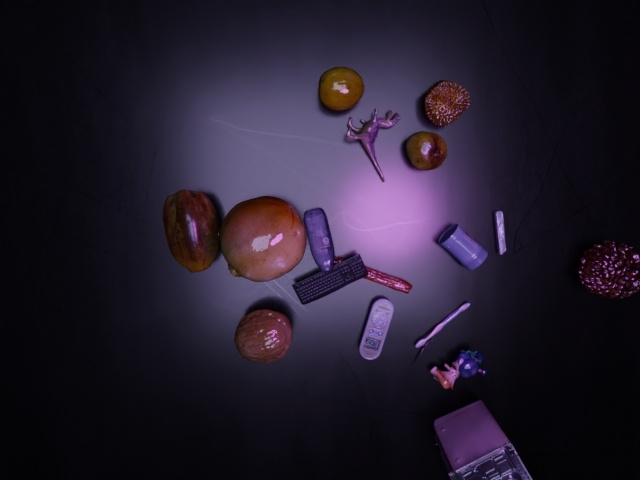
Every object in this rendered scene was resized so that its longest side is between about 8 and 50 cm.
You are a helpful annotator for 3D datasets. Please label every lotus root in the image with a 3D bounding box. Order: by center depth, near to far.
[{"bbox_3d":[-0.448,-0.033,1.513,0.194,0.193,0.290,-9,94,-1],"label":"lotus root"}]

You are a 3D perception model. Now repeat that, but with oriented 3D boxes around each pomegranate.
[{"bbox_3d":[-0.206,0.003,1.462,0.320,0.319,0.318,0,96,-2],"label":"pomegranate"}]

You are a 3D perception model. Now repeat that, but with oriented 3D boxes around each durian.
[{"bbox_3d":[0.442,-0.486,1.503,0.168,0.137,0.158,30,74,-13],"label":"durian"}]

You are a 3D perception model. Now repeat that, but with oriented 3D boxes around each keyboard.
[{"bbox_3d":[-0.012,0.166,1.573,0.382,0.041,0.103,-24,103,9],"label":"keyboard"}]

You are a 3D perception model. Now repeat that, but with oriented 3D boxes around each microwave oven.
[{"bbox_3d":[0.617,0.858,1.554,0.247,0.333,0.394,-30,96,6],"label":"microwave oven"}]

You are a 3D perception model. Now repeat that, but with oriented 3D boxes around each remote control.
[{"bbox_3d":[0.212,0.338,1.624,0.087,0.047,0.244,17,95,-7],"label":"remote control"}]

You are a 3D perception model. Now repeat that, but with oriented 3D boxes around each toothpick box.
[{"bbox_3d":[0.528,0.024,1.572,0.153,0.101,0.101,42,93,-4],"label":"toothpick box"}]

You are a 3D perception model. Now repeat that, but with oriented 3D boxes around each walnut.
[{"bbox_3d":[-0.200,0.346,1.537,0.214,0.213,0.213,0,96,-2],"label":"walnut"}]

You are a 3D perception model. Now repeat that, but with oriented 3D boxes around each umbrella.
[{"bbox_3d":[0.396,0.429,1.654,0.013,0.022,0.122,26,107,-30],"label":"umbrella"}]

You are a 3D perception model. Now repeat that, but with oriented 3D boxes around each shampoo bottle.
[{"bbox_3d":[0.000,0.000,1.547,0.087,0.049,0.233,-15,78,4],"label":"shampoo bottle"}]

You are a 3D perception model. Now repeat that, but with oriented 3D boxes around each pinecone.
[{"bbox_3d":[1.075,0.108,1.551,0.222,0.221,0.221,0,96,-2],"label":"pinecone"}]

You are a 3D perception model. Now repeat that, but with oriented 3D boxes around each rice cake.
[{"bbox_3d":[0.679,-0.029,1.604,0.029,0.033,0.170,-7,96,0],"label":"rice cake"}]

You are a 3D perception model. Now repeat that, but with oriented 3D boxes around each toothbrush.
[{"bbox_3d":[0.472,0.327,1.639,0.269,0.027,0.021,-39,105,3],"label":"toothbrush"}]

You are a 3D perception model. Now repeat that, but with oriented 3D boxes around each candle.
[{"bbox_3d":[0.188,0.131,1.600,0.330,0.048,0.051,21,119,-3],"label":"candle"}]

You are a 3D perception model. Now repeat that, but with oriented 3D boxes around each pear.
[{"bbox_3d":[0.069,-0.530,1.477,0.162,0.149,0.148,-8,96,-11],"label":"pear"}]

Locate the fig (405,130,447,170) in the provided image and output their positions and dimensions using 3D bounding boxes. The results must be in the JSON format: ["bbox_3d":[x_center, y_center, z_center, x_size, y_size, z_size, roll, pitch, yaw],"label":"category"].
[{"bbox_3d":[0.379,-0.323,1.520,0.136,0.121,0.153,-41,95,-2],"label":"fig"}]

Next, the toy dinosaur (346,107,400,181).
[{"bbox_3d":[0.184,-0.363,1.539,0.200,0.072,0.251,15,86,-13],"label":"toy dinosaur"}]

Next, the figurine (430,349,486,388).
[{"bbox_3d":[0.534,0.497,1.625,0.195,0.102,0.111,-36,129,-2],"label":"figurine"}]
